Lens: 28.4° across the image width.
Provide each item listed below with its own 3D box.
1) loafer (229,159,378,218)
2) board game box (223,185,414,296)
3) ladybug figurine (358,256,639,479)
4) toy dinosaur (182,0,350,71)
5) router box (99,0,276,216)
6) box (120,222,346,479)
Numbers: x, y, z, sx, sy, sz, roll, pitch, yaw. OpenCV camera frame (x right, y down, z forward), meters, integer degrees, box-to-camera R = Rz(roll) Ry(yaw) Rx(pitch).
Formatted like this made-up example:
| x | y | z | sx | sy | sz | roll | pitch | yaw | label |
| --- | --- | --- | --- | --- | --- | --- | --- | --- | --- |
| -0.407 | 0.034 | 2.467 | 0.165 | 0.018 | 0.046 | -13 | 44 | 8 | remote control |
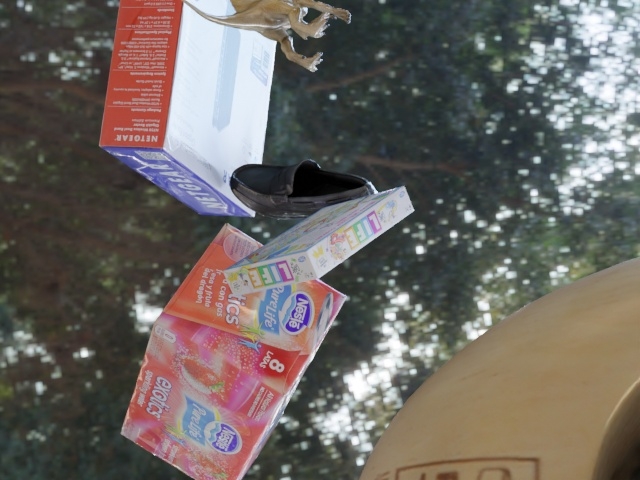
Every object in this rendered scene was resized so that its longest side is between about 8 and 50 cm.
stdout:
| x | y | z | sx | sy | sz | roll | pitch | yaw | label |
| --- | --- | --- | --- | --- | --- | --- | --- | --- | --- |
| -0.019 | -0.065 | 1.515 | 0.223 | 0.076 | 0.078 | 16 | -43 | 35 | loafer |
| 0.000 | 0.000 | 1.125 | 0.103 | 0.154 | 0.026 | -14 | -77 | 42 | board game box |
| 0.224 | 0.141 | 0.483 | 0.450 | 0.162 | 0.305 | -1 | -124 | 16 | ladybug figurine |
| -0.038 | -0.177 | 1.012 | 0.093 | 0.183 | 0.053 | 33 | -55 | 16 | toy dinosaur |
| -0.152 | -0.212 | 1.579 | 0.082 | 0.335 | 0.301 | 3 | -101 | 16 | router box |
| -0.101 | 0.140 | 1.364 | 0.154 | 0.142 | 0.300 | 31 | -34 | 3 | box |
